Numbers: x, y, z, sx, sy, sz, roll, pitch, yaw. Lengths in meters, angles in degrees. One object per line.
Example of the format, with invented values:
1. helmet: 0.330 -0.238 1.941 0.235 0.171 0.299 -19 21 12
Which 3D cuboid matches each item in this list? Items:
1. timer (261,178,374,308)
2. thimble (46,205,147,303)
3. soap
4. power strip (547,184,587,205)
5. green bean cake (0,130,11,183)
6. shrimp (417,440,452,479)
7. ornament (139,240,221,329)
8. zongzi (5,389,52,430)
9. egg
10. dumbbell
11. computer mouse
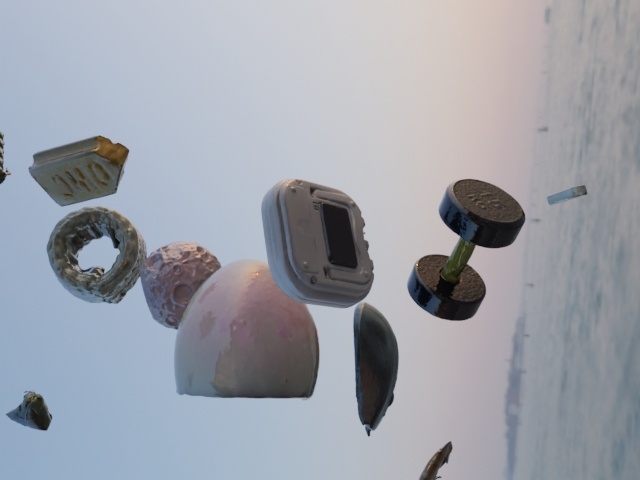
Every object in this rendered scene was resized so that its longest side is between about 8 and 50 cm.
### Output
1. timer: -0.001 0.000 1.501 0.237 0.087 0.262 11 -122 -37
2. thimble: -0.692 0.052 2.346 0.195 0.291 0.292 96 -176 -72
3. soap: -0.621 -0.187 2.005 0.160 0.257 0.080 58 -153 -44
4. power strip: 0.662 -0.122 2.035 0.191 0.047 0.030 150 106 -80
5. green bean cake: -0.783 -0.135 1.564 0.156 0.247 0.250 37 -164 -37
6. shrimp: 0.302 0.633 1.987 0.169 0.058 0.296 -44 -32 -29
7. ornament: -0.385 0.124 2.144 0.259 0.225 0.260 165 90 -81
8. zongzi: -0.679 0.380 1.718 0.055 0.119 0.109 -68 -16 -47
9. egg: -0.176 0.213 1.840 0.354 0.354 0.340 33 -123 -73
10. dumbbell: 0.360 0.027 1.901 0.204 0.203 0.323 -62 -8 -55
11. computer mouse: 0.157 0.355 2.092 0.188 0.121 0.371 23 -114 -77
